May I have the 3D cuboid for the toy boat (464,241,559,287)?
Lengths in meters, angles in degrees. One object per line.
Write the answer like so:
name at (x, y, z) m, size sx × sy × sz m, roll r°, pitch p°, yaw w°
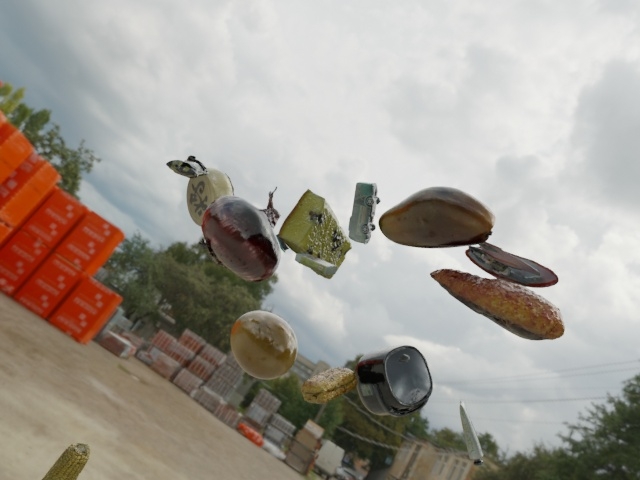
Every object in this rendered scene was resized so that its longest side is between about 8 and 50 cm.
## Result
toy boat at (0.440, 0.048, 1.122) m, size 0.219 × 0.072 × 0.318 m, roll 24°, pitch -5°, yaw 14°

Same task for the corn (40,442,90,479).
corn at (-0.855, 0.788, 1.579) m, size 0.106 × 0.293 × 0.106 m, roll 36°, pitch -6°, yaw 4°

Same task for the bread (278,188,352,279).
bread at (0.000, 0.000, 1.317) m, size 0.077 × 0.138 × 0.361 m, roll 27°, pitch -10°, yaw 22°

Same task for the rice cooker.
rice cooker at (0.263, 0.518, 1.804) m, size 0.267 × 0.267 × 0.224 m, roll 38°, pitch -37°, yaw -12°

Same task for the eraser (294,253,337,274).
eraser at (-0.010, 0.045, 0.967) m, size 0.083 × 0.019 × 0.038 m, roll 23°, pitch 15°, yaw 38°

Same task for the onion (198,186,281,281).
onion at (-0.198, -0.024, 1.406) m, size 0.273 × 0.285 × 0.273 m, roll 51°, pitch -5°, yaw 6°

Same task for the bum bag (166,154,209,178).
bum bag at (-0.452, -0.250, 1.684) m, size 0.107 × 0.060 × 0.232 m, roll 22°, pitch 13°, yaw -3°

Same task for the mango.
mango at (0.234, -0.046, 1.012) m, size 0.268 × 0.111 × 0.133 m, roll -3°, pitch -48°, yaw 48°

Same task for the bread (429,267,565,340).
bread at (0.352, 0.115, 0.979) m, size 0.269 × 0.095 × 0.139 m, roll 33°, pitch -1°, yaw 41°

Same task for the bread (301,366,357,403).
bread at (0.032, 0.505, 1.712) m, size 0.114 × 0.083 × 0.211 m, roll -3°, pitch 3°, yaw 37°

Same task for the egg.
egg at (-0.232, 0.413, 1.972) m, size 0.322 × 0.250 × 0.250 m, roll 34°, pitch -13°, yaw 47°

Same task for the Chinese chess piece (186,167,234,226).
Chinese chess piece at (-0.469, -0.180, 2.069) m, size 0.104 × 0.257 × 0.257 m, roll -6°, pitch 12°, yaw -42°

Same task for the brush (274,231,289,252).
brush at (-0.164, -0.024, 1.858) m, size 0.043 × 0.032 × 0.193 m, roll 53°, pitch 4°, yaw -48°

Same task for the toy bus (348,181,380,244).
toy bus at (0.185, -0.118, 2.077) m, size 0.109 × 0.261 × 0.091 m, roll 12°, pitch 11°, yaw 19°

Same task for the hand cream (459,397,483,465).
hand cream at (0.452, 0.581, 1.491) m, size 0.042 × 0.194 × 0.067 m, roll -19°, pitch -12°, yaw 20°
